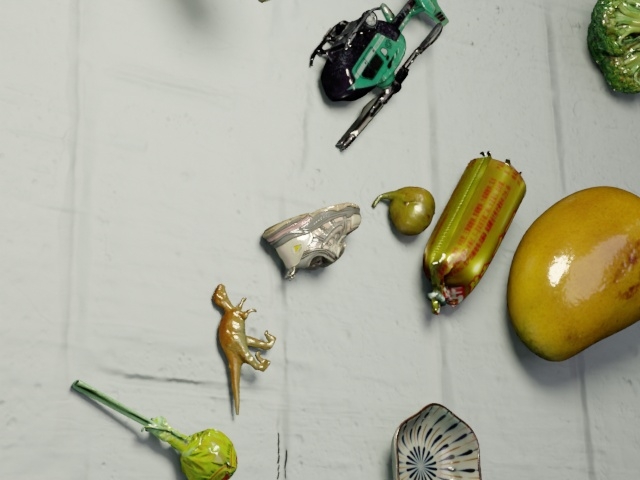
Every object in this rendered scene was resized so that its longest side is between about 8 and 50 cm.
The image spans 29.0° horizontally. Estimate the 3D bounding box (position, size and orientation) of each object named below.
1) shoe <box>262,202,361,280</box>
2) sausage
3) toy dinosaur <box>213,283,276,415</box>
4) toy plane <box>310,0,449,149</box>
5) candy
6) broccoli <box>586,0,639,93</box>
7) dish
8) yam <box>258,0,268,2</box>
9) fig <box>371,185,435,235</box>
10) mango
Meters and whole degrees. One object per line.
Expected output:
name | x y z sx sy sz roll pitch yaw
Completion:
shoe | 0.000 0.000 1.939 0.180 0.089 0.092 -16 85 -37
sausage | 0.250 -0.005 2.106 0.117 0.125 0.317 19 55 17
toy dinosaur | -0.134 0.157 1.827 0.126 0.039 0.162 36 62 -12
toy plane | 0.104 -0.330 2.117 0.155 0.106 0.381 50 52 -22
candy | -0.228 0.259 1.712 0.262 0.073 0.077 32 40 -17
broccoli | 0.655 -0.417 2.450 0.269 0.269 0.254 -6 93 -38
dish | 0.171 0.358 1.974 0.191 0.066 0.190 13 67 -33
yam | -0.138 -0.523 1.776 0.083 0.083 0.371 -29 95 -39
fig | 0.146 -0.058 2.081 0.098 0.082 0.084 40 90 -3
mango | 0.471 0.057 2.201 0.378 0.221 0.264 -41 105 -29
